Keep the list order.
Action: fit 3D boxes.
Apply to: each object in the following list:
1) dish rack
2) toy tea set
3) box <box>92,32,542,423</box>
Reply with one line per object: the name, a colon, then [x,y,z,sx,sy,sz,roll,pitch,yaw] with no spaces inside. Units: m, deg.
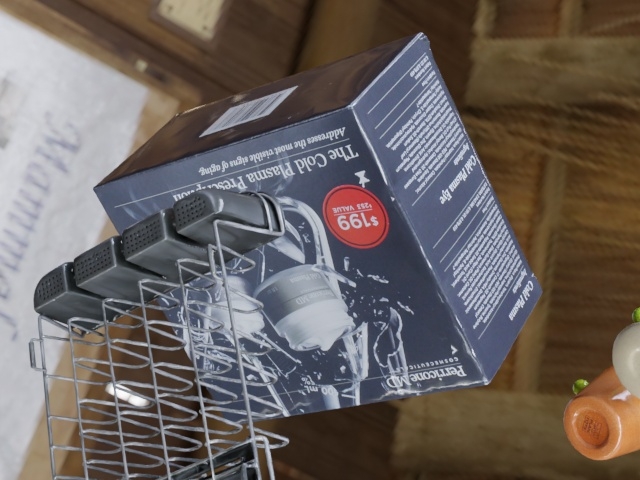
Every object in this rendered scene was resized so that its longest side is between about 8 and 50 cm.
dish rack: [-0.108,0.110,0.946,0.208,0.074,0.272,-27,-119,31]
toy tea set: [0.403,0.233,1.434,0.336,0.124,0.200,58,-46,15]
box: [0.000,0.000,1.420,0.343,0.312,0.179,-14,-157,36]
